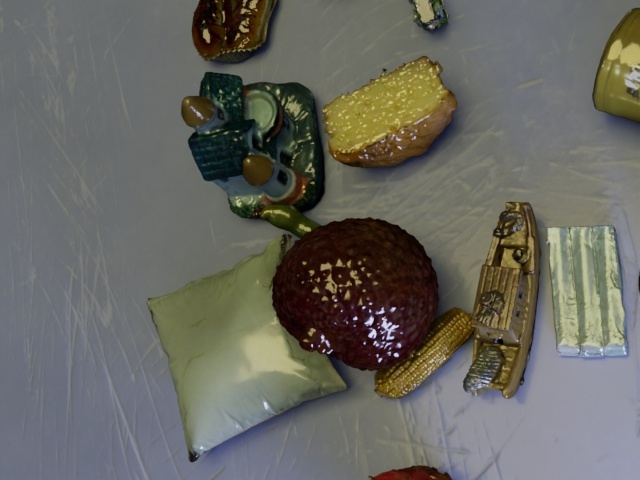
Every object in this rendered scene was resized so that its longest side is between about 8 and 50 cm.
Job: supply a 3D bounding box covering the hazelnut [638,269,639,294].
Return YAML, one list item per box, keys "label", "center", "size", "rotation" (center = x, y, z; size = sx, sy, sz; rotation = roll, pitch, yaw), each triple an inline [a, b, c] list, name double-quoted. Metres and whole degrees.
- label: "hazelnut"
  center: [0.575, 0.069, 1.498]
  size: [0.202, 0.160, 0.170]
  rotation: [-17, 69, 24]

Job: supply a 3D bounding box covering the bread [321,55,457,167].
- label: "bread"
  center: [0.126, -0.210, 1.767]
  size: [0.229, 0.139, 0.143]
  rotation: [-24, 66, 15]

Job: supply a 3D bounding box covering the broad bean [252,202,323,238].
- label: "broad bean"
  center: [0.001, 0.000, 1.781]
  size: [0.256, 0.052, 0.052]
  rotation: [30, 50, 4]

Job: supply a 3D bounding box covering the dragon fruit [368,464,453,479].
- label: "dragon fruit"
  center: [0.159, 0.433, 1.601]
  size: [0.224, 0.148, 0.218]
  rotation: [15, 113, 16]

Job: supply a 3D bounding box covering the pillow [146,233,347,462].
- label: "pillow"
  center: [-0.140, 0.182, 1.785]
  size: [0.310, 0.119, 0.312]
  rotation: [-25, 67, 10]

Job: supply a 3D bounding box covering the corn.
- label: "corn"
  center: [0.170, 0.188, 1.684]
  size: [0.207, 0.068, 0.068]
  rotation: [-41, 65, 7]

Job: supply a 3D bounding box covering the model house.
- label: "model house"
  center: [-0.136, -0.189, 1.792]
  size: [0.185, 0.291, 0.253]
  rotation: [-8, 74, 26]

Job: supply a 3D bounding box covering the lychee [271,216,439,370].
- label: "lychee"
  center: [0.055, 0.081, 1.634]
  size: [0.261, 0.260, 0.260]
  rotation: [-6, 74, 21]

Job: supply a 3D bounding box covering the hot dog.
- label: "hot dog"
  center: [-0.164, -0.471, 1.987]
  size: [0.163, 0.082, 0.270]
  rotation: [6, 78, 22]

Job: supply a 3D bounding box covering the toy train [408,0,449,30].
- label: "toy train"
  center: [0.172, -0.470, 1.820]
  size: [0.060, 0.081, 0.202]
  rotation: [-19, 93, 16]

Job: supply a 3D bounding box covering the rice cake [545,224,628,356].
- label: "rice cake"
  center: [0.421, 0.080, 1.625]
  size: [0.124, 0.038, 0.211]
  rotation: [-2, 76, 22]

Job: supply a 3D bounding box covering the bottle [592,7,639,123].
- label: "bottle"
  center: [0.606, -0.219, 1.555]
  size: [0.351, 0.171, 0.171]
  rotation: [27, 88, 25]

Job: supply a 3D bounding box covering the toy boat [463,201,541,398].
- label: "toy boat"
  center: [0.292, 0.093, 1.632]
  size: [0.089, 0.121, 0.321]
  rotation: [6, 79, 29]
